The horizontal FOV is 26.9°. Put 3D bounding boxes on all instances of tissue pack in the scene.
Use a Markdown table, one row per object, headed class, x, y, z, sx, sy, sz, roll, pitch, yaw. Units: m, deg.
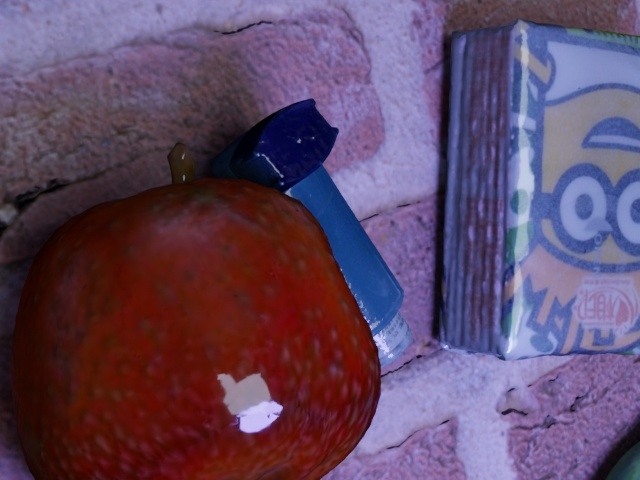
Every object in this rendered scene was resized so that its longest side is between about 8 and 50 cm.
| class | x | y | z | sx | sy | sz | roll | pitch | yaw |
| --- | --- | --- | --- | --- | --- | --- | --- | --- | --- |
| tissue pack | 0.234 | -0.044 | 1.279 | 0.228 | 0.128 | 0.310 | 1 | 91 | -33 |

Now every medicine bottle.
| class | x | y | z | sx | sy | sz | roll | pitch | yaw |
| --- | --- | --- | --- | --- | --- | --- | --- | --- | --- |
| medicine bottle | 0.000 | 0.000 | 1.127 | 0.079 | 0.124 | 0.258 | -46 | 118 | -27 |

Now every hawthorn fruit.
| class | x | y | z | sx | sy | sz | roll | pitch | yaw |
| --- | --- | --- | --- | --- | --- | --- | --- | --- | --- |
| hawthorn fruit | -0.095 | 0.077 | 0.981 | 0.275 | 0.275 | 0.299 | -2 | 84 | -34 |

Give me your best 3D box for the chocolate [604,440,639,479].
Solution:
| class | x | y | z | sx | sy | sz | roll | pitch | yaw |
| --- | --- | --- | --- | --- | --- | --- | --- | --- | --- |
| chocolate | 0.323 | 0.287 | 1.376 | 0.110 | 0.110 | 0.291 | 47 | 65 | -27 |
